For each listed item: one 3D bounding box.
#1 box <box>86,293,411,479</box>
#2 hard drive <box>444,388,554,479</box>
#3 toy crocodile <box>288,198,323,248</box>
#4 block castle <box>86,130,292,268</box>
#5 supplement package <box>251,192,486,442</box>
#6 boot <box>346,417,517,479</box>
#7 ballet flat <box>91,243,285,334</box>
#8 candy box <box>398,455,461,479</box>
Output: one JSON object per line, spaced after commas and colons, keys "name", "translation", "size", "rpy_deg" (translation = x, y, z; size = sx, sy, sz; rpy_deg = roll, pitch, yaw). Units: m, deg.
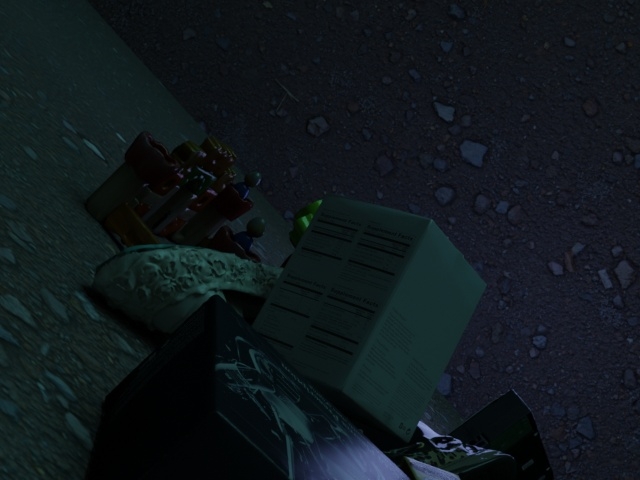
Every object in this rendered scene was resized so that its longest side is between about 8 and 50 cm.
{"name": "box", "translation": [-0.045, 0.268, 1.014], "size": [0.343, 0.179, 0.312], "rpy_deg": [45, 7, -15]}
{"name": "hard drive", "translation": [0.285, 0.411, 1.830], "size": [0.064, 0.237, 0.339], "rpy_deg": [51, -5, 35]}
{"name": "toy crocodile", "translation": [0.000, 0.000, 1.847], "size": [0.115, 0.105, 0.340], "rpy_deg": [61, 8, 4]}
{"name": "block castle", "translation": [-0.175, -0.017, 1.811], "size": [0.303, 0.213, 0.453], "rpy_deg": [49, 6, 16]}
{"name": "supplement package", "translation": [0.065, 0.107, 1.473], "size": [0.198, 0.262, 0.199], "rpy_deg": [17, -19, 40]}
{"name": "boot", "translation": [0.068, 0.329, 1.517], "size": [0.377, 0.138, 0.284], "rpy_deg": [-5, 17, -39]}
{"name": "ballet flat", "translation": [-0.135, 0.092, 1.479], "size": [0.409, 0.147, 0.147], "rpy_deg": [10, 34, -53]}
{"name": "candy box", "translation": [0.125, 0.393, 1.185], "size": [0.088, 0.182, 0.316], "rpy_deg": [22, 6, -8]}
